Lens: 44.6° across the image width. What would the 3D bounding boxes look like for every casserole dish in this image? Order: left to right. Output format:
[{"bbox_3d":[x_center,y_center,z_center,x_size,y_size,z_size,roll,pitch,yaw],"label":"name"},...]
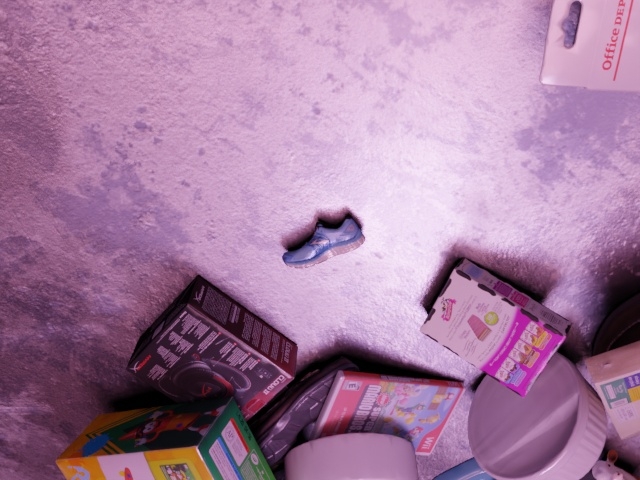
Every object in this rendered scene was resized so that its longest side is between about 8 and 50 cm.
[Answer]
[{"bbox_3d":[0.338,0.556,1.760,0.188,0.037,0.114,-34,113,19],"label":"casserole dish"}]

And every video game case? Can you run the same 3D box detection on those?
[{"bbox_3d":[0.138,0.364,1.628,0.285,0.025,0.204,9,121,-20],"label":"video game case"}]

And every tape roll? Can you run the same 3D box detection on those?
[{"bbox_3d":[0.064,0.502,1.644,0.286,0.100,0.286,-4,147,-3],"label":"tape roll"}]

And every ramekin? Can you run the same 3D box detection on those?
[{"bbox_3d":[0.429,0.357,1.521,0.127,0.273,0.273,34,116,-28],"label":"ramekin"}]

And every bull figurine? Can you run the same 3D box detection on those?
[{"bbox_3d":[0.678,0.583,1.683,0.188,0.101,0.310,24,147,35],"label":"bull figurine"}]

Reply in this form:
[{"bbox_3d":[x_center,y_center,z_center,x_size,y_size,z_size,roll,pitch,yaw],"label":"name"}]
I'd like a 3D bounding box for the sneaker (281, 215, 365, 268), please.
[{"bbox_3d":[0.000,0.000,1.467,0.162,0.063,0.073,-22,98,10],"label":"sneaker"}]

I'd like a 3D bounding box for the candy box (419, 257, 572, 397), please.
[{"bbox_3d":[0.327,0.163,1.472,0.233,0.071,0.159,33,119,13],"label":"candy box"}]

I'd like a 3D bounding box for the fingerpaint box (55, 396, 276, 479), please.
[{"bbox_3d":[-0.264,0.557,1.596,0.371,0.163,0.444,-14,110,29],"label":"fingerpaint box"}]

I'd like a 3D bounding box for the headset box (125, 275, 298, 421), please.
[{"bbox_3d":[-0.203,0.246,1.576,0.293,0.110,0.218,37,115,-16],"label":"headset box"}]

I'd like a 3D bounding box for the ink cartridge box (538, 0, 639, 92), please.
[{"bbox_3d":[0.516,-0.340,1.201,0.354,0.119,0.207,3,120,0],"label":"ink cartridge box"}]

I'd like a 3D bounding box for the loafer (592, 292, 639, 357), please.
[{"bbox_3d":[0.662,0.151,1.460,0.134,0.130,0.366,32,116,-13],"label":"loafer"}]

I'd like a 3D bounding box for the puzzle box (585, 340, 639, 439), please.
[{"bbox_3d":[0.663,0.262,1.457,0.272,0.052,0.409,-22,146,15],"label":"puzzle box"}]

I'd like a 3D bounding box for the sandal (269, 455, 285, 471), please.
[{"bbox_3d":[-0.201,0.526,1.747,0.303,0.120,0.086,-36,74,25],"label":"sandal"}]

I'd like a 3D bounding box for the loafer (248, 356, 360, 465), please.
[{"bbox_3d":[-0.053,0.339,1.622,0.302,0.095,0.109,-45,137,5],"label":"loafer"}]

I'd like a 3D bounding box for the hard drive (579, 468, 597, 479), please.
[{"bbox_3d":[0.555,0.532,1.741,0.135,0.022,0.094,23,118,-9],"label":"hard drive"}]
